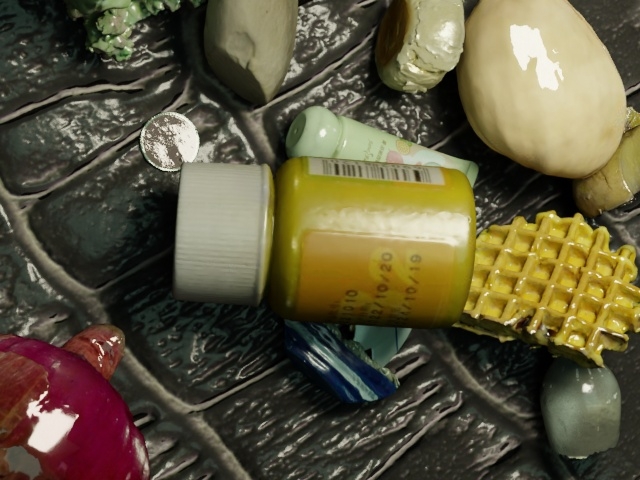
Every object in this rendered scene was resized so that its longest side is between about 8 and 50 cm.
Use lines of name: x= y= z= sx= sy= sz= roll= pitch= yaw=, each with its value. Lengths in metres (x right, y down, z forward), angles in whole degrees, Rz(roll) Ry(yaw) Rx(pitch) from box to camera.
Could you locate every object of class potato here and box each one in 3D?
potato: x=0.470 y=-0.111 z=1.702 sx=0.243 sy=0.138 sz=0.098 roll=-25 pitch=85 yaw=-41

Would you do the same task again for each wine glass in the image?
wine glass: x=0.394 y=0.204 z=1.674 sx=0.126 sy=0.126 sz=0.241 roll=-8 pitch=94 yaw=-19

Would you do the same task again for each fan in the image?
fan: x=-0.199 y=-0.118 z=1.532 sx=0.085 sy=0.005 sz=0.133 roll=-33 pitch=100 yaw=-17

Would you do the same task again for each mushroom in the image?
mushroom: x=-0.081 y=-0.322 z=1.436 sx=0.128 sy=0.128 sz=0.350 roll=2 pitch=133 yaw=-19

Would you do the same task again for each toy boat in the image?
toy boat: x=0.078 y=0.096 z=1.613 sx=0.220 sy=0.067 sz=0.291 roll=45 pitch=65 yaw=-12

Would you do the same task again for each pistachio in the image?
pistachio: x=0.316 y=-0.228 z=1.587 sx=0.230 sy=0.230 sz=0.308 roll=-23 pitch=97 yaw=-18

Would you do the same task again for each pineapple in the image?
pineapple: x=0.506 y=-0.178 z=1.767 sx=0.045 sy=0.019 sz=0.083 roll=2 pitch=88 yaw=-17

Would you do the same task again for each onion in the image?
onion: x=-0.351 y=0.240 z=1.352 sx=0.348 sy=0.348 sz=0.385 roll=45 pitch=41 yaw=-14

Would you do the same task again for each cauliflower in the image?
cauliflower: x=-0.270 y=-0.351 z=1.371 sx=0.239 sy=0.315 sz=0.256 roll=-34 pitch=115 yaw=24

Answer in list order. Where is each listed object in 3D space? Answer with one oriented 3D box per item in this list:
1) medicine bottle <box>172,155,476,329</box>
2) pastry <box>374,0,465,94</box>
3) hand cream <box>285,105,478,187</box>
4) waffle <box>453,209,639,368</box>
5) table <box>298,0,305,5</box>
medicine bottle: x=0.000 y=0.000 z=1.464 sx=0.385 sy=0.224 sz=0.224 roll=4 pitch=89 yaw=-6
pastry: x=0.141 y=-0.289 z=1.572 sx=0.088 sy=0.166 sz=0.165 roll=10 pitch=87 yaw=-20
hand cream: x=0.091 y=-0.100 z=1.599 sx=0.306 sy=0.093 sz=0.147 roll=23 pitch=82 yaw=-26
waffle: x=0.328 y=0.074 z=1.596 sx=0.309 sy=0.065 sz=0.283 roll=-23 pitch=55 yaw=-3
table: x=0.023 y=-0.446 z=1.521 sx=0.193 sy=0.172 sz=0.169 roll=-30 pitch=99 yaw=-21
